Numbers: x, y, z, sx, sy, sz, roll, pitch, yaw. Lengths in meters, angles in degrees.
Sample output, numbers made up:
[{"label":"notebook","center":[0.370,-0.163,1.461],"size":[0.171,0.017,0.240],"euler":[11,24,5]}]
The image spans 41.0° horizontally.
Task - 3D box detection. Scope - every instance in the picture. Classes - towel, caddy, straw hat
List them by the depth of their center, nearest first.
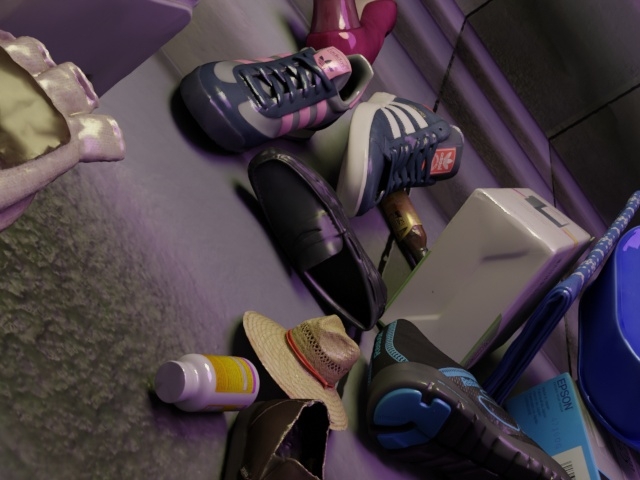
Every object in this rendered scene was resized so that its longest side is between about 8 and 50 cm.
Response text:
[{"label":"straw hat","center":[0.001,0.098,0.767],"size":[0.144,0.061,0.144],"euler":[48,9,-10]},{"label":"towel","center":[0.325,0.079,1.166],"size":[0.040,0.243,0.336],"euler":[36,39,15]},{"label":"caddy","center":[0.488,0.144,1.189],"size":[0.241,0.179,0.341],"euler":[14,46,5]}]

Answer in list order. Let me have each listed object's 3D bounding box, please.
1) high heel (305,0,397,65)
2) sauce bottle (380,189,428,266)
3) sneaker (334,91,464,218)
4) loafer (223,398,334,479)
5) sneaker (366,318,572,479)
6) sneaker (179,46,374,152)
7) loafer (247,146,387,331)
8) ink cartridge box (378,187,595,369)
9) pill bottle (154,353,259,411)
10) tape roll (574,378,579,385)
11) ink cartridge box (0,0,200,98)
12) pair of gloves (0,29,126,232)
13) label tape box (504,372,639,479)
[{"label":"high heel","center":[0.052,-0.312,1.403],"size":[0.377,0.127,0.181],"euler":[-20,107,-70]},{"label":"sauce bottle","center":[0.124,-0.016,1.208],"size":[0.042,0.042,0.128],"euler":[11,50,-59]},{"label":"sneaker","center":[0.113,-0.114,1.135],"size":[0.148,0.131,0.350],"euler":[17,27,6]},{"label":"loafer","center":[-0.029,0.193,0.615],"size":[0.080,0.078,0.220],"euler":[43,28,-30]},{"label":"sneaker","center":[0.175,0.215,0.929],"size":[0.341,0.125,0.140],"euler":[48,21,-27]},{"label":"sneaker","center":[-0.040,-0.181,0.981],"size":[0.112,0.131,0.319],"euler":[59,24,1]},{"label":"loafer","center":[0.000,0.000,0.906],"size":[0.223,0.076,0.078],"euler":[55,16,-17]},{"label":"ink cartridge box","center":[0.232,0.043,1.119],"size":[0.119,0.207,0.353],"euler":[41,18,18]},{"label":"pill bottle","center":[-0.086,0.108,0.651],"size":[0.083,0.043,0.043],"euler":[17,46,-57]},{"label":"tape roll","center":[0.516,0.310,1.339],"size":[0.275,0.090,0.275],"euler":[55,-12,17]},{"label":"ink cartridge box","center":[-0.246,-0.211,0.506],"size":[0.307,0.223,0.129],"euler":[61,25,7]},{"label":"pair of gloves","center":[-0.185,-0.104,0.306],"size":[0.240,0.042,0.204],"euler":[56,22,-3]},{"label":"label tape box","center":[0.407,0.382,1.184],"size":[0.347,0.115,0.249],"euler":[42,28,-29]}]
